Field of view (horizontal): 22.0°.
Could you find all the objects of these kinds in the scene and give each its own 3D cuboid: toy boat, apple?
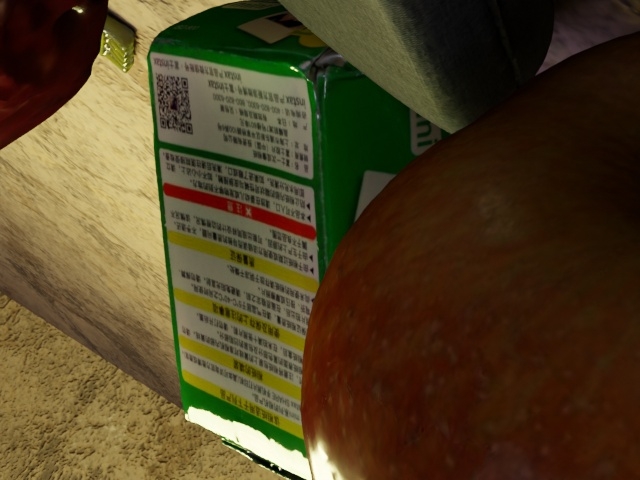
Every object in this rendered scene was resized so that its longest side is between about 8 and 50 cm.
[{"bbox_3d":[-0.179,-0.164,1.165,0.115,0.016,0.063,35,167,2],"label":"toy boat"},{"bbox_3d":[0.151,0.053,0.580,0.309,0.277,0.250,11,153,-4],"label":"apple"}]

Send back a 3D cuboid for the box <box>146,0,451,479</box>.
[{"bbox_3d":[0.000,0.000,0.864,0.180,0.103,0.250,18,117,51],"label":"box"}]

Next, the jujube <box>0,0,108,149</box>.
[{"bbox_3d":[-0.249,-0.149,0.857,0.258,0.258,0.377,36,-176,2],"label":"jujube"}]

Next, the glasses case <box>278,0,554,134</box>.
[{"bbox_3d":[0.013,-0.122,0.596,0.131,0.074,0.323,38,180,14],"label":"glasses case"}]
